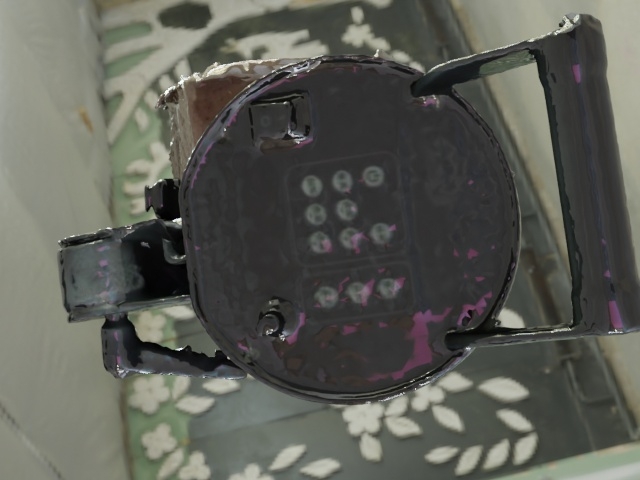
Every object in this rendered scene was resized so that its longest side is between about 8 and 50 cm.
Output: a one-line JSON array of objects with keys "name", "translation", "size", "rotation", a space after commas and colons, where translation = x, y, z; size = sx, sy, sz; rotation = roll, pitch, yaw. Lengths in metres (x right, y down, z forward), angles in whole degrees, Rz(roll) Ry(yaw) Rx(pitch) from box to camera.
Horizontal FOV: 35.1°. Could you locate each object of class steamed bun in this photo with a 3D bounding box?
[{"name": "steamed bun", "translation": [-0.034, -0.069, 1.019], "size": [0.301, 0.251, 0.199], "rotation": [168, 97, -81]}]

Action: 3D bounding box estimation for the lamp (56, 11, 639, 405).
[{"name": "lamp", "translation": [0.039, -0.005, 0.684], "size": [0.272, 0.374, 0.205], "rotation": [-2, -97, -63]}]
